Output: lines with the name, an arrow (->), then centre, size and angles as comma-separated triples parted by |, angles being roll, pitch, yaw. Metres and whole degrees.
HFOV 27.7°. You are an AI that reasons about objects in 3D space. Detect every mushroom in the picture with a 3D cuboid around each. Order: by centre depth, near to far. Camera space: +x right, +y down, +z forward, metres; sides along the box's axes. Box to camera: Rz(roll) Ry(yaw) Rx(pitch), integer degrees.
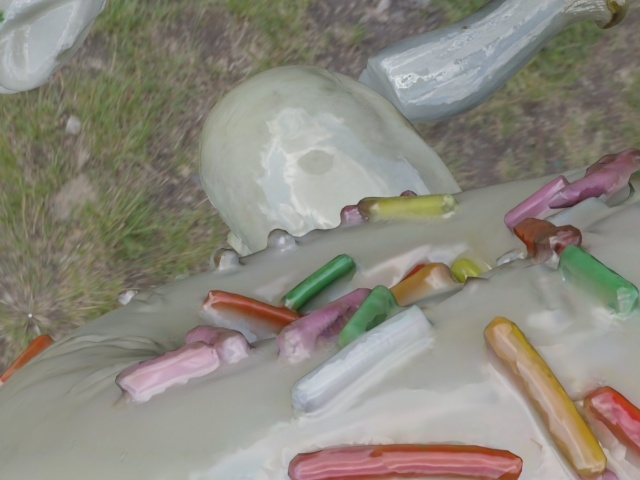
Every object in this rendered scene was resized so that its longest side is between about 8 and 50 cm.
mushroom -> 0.000, 0.000, 0.923 | 0.202, 0.246, 0.246 | -38, 95, 4
mushroom -> 0.201, -0.241, 1.531 | 0.329, 0.159, 0.122 | -28, 121, 2

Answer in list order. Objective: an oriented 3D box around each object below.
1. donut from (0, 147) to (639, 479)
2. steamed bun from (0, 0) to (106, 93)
donut -> 0.030, 0.067, 0.500 | 0.383, 0.382, 0.142 | -20, 98, -13
steamed bun -> -0.268, -0.223, 1.135 | 0.106, 0.183, 0.183 | 24, 80, -42
